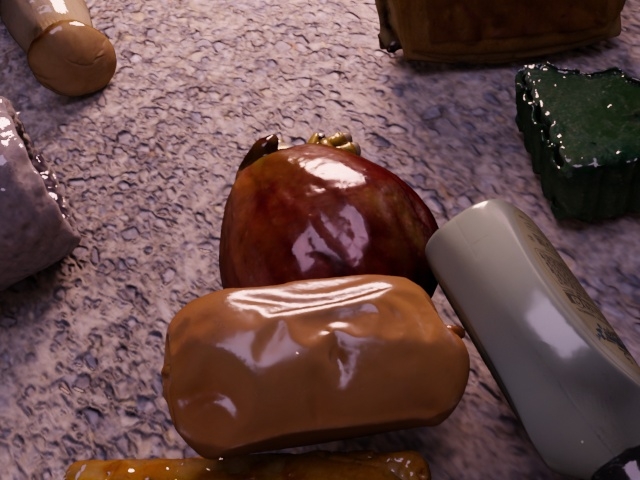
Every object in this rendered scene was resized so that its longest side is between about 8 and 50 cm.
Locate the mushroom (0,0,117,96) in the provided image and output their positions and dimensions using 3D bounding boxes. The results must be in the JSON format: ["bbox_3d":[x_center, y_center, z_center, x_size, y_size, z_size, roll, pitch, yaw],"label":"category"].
[{"bbox_3d":[-0.450,-0.385,1.286,0.138,0.154,0.407,1,37,-43],"label":"mushroom"}]

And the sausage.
[{"bbox_3d":[-0.002,0.095,0.623,0.241,0.120,0.136,-2,67,-7],"label":"sausage"}]

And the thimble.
[{"bbox_3d":[-0.404,-0.057,0.969,0.157,0.217,0.245,-26,34,-12],"label":"thimble"}]

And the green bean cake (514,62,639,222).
[{"bbox_3d":[0.335,-0.123,0.890,0.209,0.107,0.193,-11,47,5],"label":"green bean cake"}]

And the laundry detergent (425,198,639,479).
[{"bbox_3d":[0.208,0.111,0.668,0.105,0.215,0.280,-37,53,12],"label":"laundry detergent"}]

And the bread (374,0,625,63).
[{"bbox_3d":[0.226,-0.384,1.052,0.325,0.277,0.167,-2,28,13],"label":"bread"}]

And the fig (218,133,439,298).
[{"bbox_3d":[0.005,0.011,0.806,0.224,0.224,0.263,-25,38,-6],"label":"fig"}]

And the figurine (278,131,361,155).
[{"bbox_3d":[-0.018,-0.092,0.989,0.143,0.068,0.101,-3,57,-9],"label":"figurine"}]

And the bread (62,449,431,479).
[{"bbox_3d":[-0.091,0.250,0.651,0.381,0.185,0.109,-5,44,12],"label":"bread"}]
